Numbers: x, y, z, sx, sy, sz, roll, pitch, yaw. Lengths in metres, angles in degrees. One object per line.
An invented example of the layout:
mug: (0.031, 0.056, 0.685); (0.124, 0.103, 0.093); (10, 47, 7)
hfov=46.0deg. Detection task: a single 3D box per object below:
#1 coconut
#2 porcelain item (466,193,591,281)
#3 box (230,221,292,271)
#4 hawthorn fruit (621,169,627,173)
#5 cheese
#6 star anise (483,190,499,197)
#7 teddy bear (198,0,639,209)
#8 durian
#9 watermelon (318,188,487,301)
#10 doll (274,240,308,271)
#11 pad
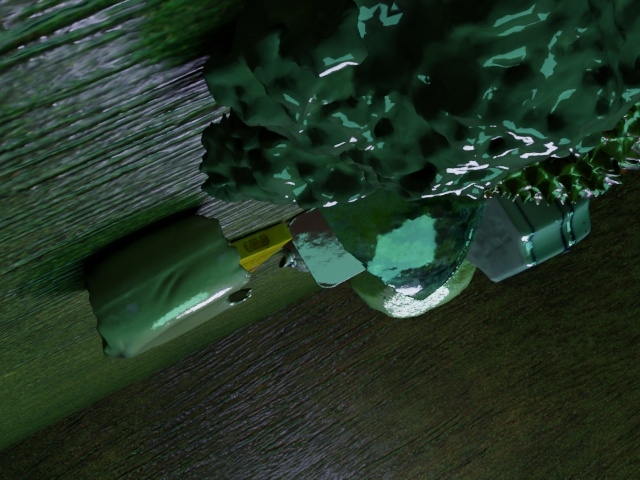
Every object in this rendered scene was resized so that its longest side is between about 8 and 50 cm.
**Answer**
coconut: (0.208, 0.011, 1.633); (0.328, 0.281, 0.329); (-34, 142, -32)
porcelain item: (0.322, -0.085, 1.322); (0.157, 0.286, 0.281); (-29, 172, -13)
box: (-0.175, 0.054, 1.416); (0.152, 0.043, 0.269); (-23, 170, -36)
hawthorn fruit: (0.569, -0.206, 1.718); (0.262, 0.211, 0.210); (-26, 176, 42)
cheese: (-0.209, 0.065, 1.043); (0.233, 0.127, 0.266); (-25, 174, -22)
star anise: (0.283, -0.178, 1.088); (0.346, 0.148, 0.237); (-39, 168, 11)
teddy bear: (0.044, -0.130, 0.511); (0.367, 0.225, 0.357); (-14, -176, 39)
durian: (0.224, -0.163, 0.745); (0.291, 0.224, 0.291); (-39, -157, 20)
watermelon: (0.088, -0.061, 1.035); (0.193, 0.310, 0.232); (-35, -152, 44)
doll: (0.000, 0.000, 1.487); (0.192, 0.095, 0.149); (-33, 174, 16)
pad: (0.083, -0.027, 1.411); (0.267, 0.181, 0.004); (-29, -148, 1)
